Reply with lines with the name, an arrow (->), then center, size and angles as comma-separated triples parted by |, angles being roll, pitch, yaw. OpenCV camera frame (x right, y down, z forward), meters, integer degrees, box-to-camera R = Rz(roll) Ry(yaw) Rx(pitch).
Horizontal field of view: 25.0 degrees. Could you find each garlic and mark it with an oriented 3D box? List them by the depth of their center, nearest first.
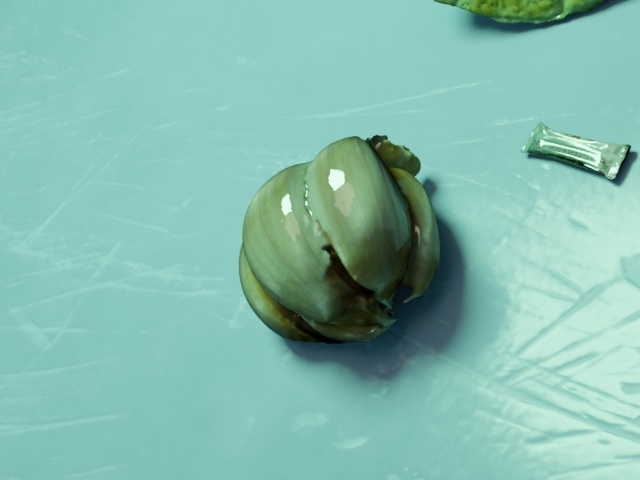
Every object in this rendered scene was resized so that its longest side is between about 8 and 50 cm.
garlic -> 0.000, 0.000, 1.345 | 0.214, 0.160, 0.191 | -23, 46, 22

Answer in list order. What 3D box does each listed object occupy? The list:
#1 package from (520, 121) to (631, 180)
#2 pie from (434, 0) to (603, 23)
package -> 0.231, -0.083, 1.316 | 0.110, 0.015, 0.037 | 22, 77, 43
pie -> 0.195, -0.334, 1.376 | 0.274, 0.257, 0.105 | -5, 18, 30
